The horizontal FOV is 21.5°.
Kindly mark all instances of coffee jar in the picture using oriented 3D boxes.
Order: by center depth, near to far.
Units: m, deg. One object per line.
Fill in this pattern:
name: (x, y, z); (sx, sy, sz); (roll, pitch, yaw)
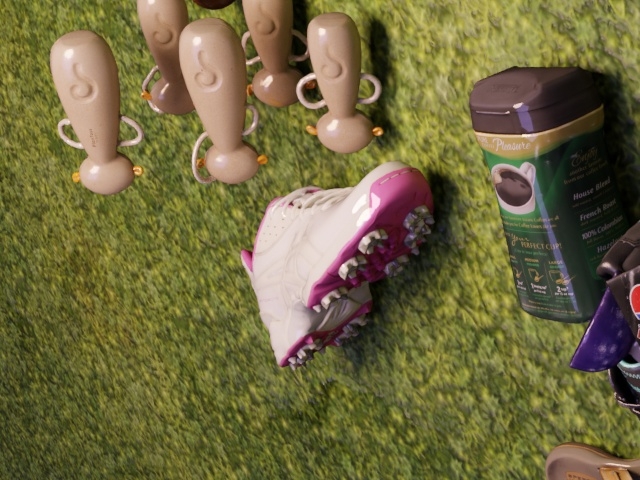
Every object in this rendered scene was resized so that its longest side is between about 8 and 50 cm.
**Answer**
coffee jar: (0.171, -0.037, 1.227); (0.096, 0.079, 0.184); (11, 122, 58)

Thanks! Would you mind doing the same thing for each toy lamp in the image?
toy lamp: (0.296, 0.108, 1.056); (0.274, 0.080, 0.080); (26, 139, 8)

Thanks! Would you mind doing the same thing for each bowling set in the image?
bowling set: (-0.078, -0.153, 1.485); (0.287, 0.200, 0.154); (-1, 125, 12)

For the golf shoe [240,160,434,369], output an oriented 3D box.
golf shoe: (0.000, 0.000, 1.492); (0.140, 0.115, 0.306); (59, 148, 16)

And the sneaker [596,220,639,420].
sneaker: (0.246, 0.104, 1.180); (0.101, 0.106, 0.267); (8, 116, 52)

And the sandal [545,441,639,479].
sandal: (0.239, 0.200, 1.321); (0.180, 0.049, 0.072); (5, 117, 49)

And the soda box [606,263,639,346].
soda box: (0.260, 0.012, 1.036); (0.053, 0.169, 0.060); (64, 149, 5)
